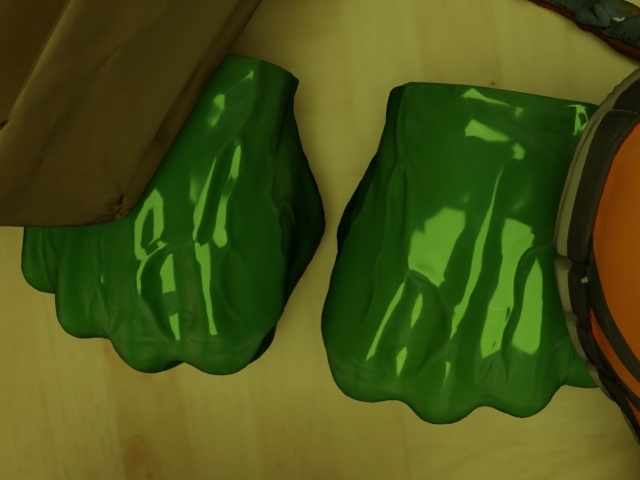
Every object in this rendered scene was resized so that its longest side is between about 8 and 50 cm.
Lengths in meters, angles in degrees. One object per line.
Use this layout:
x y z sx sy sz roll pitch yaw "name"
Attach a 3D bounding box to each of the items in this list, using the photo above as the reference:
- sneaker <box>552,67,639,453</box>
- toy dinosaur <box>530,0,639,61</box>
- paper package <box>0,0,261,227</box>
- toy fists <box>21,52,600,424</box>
0.186 0.092 0.376 0.125 0.180 0.321 -23 119 -2 "sneaker"
0.130 -0.100 0.487 0.082 0.047 0.090 2 107 24 "toy dinosaur"
-0.154 -0.206 0.398 0.325 0.168 0.309 35 98 18 "paper package"
0.000 0.000 0.483 0.279 0.096 0.142 9 87 6 "toy fists"
